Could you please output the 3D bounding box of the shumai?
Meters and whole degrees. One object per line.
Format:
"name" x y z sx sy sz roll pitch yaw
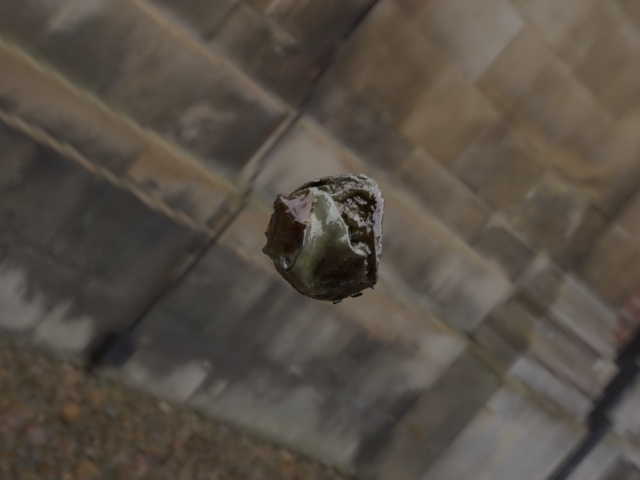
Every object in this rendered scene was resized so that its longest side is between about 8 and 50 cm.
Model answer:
"shumai" -0.004 0.000 1.813 0.145 0.145 0.116 42 17 15
